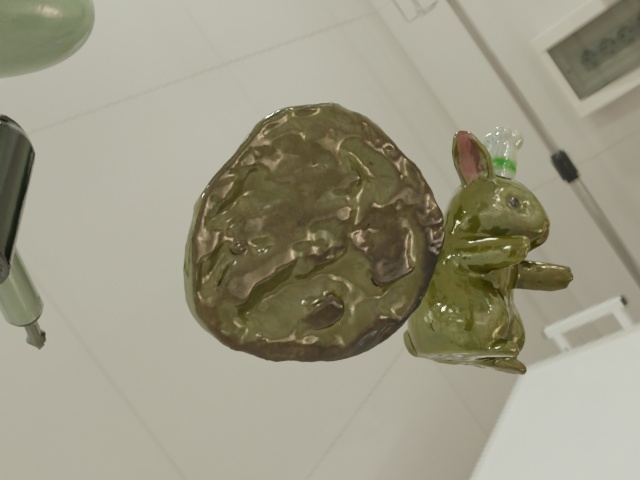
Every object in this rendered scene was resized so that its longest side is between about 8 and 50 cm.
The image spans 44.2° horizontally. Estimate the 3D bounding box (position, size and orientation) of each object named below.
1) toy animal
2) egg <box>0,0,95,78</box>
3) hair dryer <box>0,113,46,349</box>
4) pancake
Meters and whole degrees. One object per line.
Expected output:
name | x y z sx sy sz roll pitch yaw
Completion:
toy animal | 0.238 0.003 1.061 0.181 0.180 0.362 28 -100 -58
egg | -0.500 -0.333 1.076 0.371 0.229 0.230 8 -9 -15
hair dryer | -0.211 0.016 0.527 0.057 0.100 0.197 2 -37 -4
pancake | 0.000 0.000 0.823 0.294 0.294 0.049 -36 25 -14
